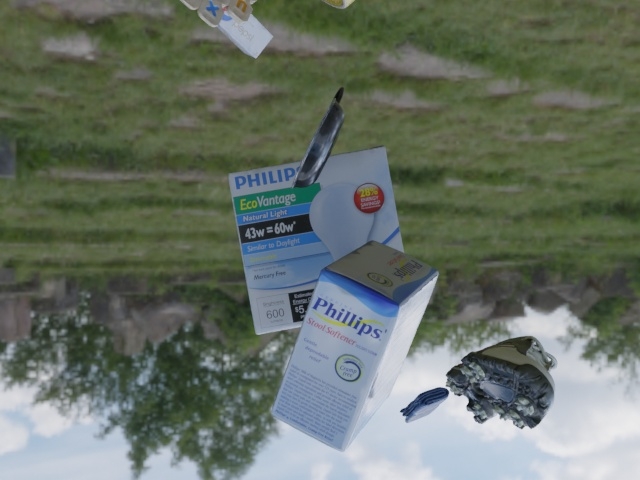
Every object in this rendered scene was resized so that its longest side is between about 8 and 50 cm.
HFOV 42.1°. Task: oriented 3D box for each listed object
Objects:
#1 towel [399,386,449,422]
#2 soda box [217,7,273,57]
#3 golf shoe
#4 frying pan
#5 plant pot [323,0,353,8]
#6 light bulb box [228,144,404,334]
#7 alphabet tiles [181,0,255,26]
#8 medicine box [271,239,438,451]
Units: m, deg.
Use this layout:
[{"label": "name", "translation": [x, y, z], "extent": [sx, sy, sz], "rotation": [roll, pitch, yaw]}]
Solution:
[{"label": "towel", "translation": [0.195, 0.304, 1.551], "extent": [0.067, 0.029, 0.119], "rotation": [-16, 156, -20]}, {"label": "soda box", "translation": [-0.217, -0.540, 2.011], "extent": [0.216, 0.074, 0.069], "rotation": [39, 178, -40]}, {"label": "golf shoe", "translation": [0.236, 0.157, 1.024], "extent": [0.120, 0.105, 0.273], "rotation": [-36, 176, -9]}, {"label": "frying pan", "translation": [0.006, -0.203, 1.701], "extent": [0.053, 0.197, 0.326], "rotation": [26, -163, 1]}, {"label": "plant pot", "translation": [0.065, -0.675, 1.897], "extent": [0.254, 0.239, 0.254], "rotation": [37, 177, 2]}, {"label": "light bulb box", "translation": [0.000, 0.000, 1.885], "extent": [0.358, 0.361, 0.225], "rotation": [-11, 178, -1]}, {"label": "alphabet tiles", "translation": [-0.256, -0.610, 1.839], "extent": [0.284, 0.278, 0.021], "rotation": [36, 142, -28]}, {"label": "medicine box", "translation": [0.067, 0.175, 1.467], "extent": [0.149, 0.289, 0.263], "rotation": [24, -162, 16]}]
